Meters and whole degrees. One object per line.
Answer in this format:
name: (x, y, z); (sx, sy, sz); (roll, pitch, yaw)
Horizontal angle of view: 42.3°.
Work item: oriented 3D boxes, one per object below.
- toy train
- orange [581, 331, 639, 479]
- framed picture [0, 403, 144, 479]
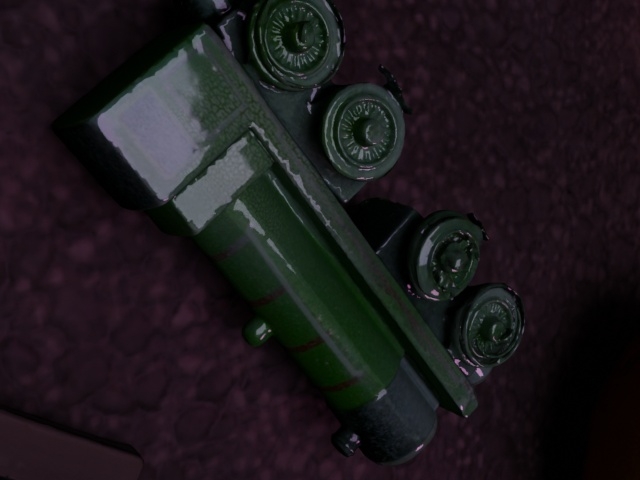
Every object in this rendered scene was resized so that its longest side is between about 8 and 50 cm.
toy train: (0.000, 0.000, 0.380); (0.119, 0.085, 0.251); (-45, 116, -18)
orange: (0.281, 0.146, 0.499); (0.240, 0.240, 0.240); (-4, 96, -36)
framed picture: (-0.258, 0.222, 0.206); (0.326, 0.028, 0.446); (33, 72, -40)
